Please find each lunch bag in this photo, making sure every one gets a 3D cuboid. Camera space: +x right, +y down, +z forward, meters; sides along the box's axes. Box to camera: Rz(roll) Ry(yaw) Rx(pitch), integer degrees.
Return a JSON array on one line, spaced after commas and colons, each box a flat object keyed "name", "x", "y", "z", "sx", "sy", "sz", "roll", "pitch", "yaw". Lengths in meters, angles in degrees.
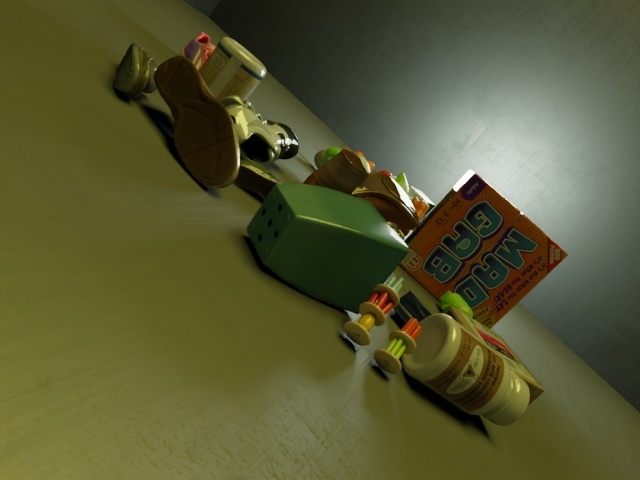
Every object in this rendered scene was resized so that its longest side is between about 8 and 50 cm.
[{"name": "lunch bag", "x": 0.206, "y": 0.168, "z": 1.189, "sx": 0.098, "sy": 0.065, "sz": 0.067, "roll": 51, "pitch": 2, "yaw": 35}]

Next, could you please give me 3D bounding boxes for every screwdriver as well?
[{"name": "screwdriver", "x": -0.086, "y": -0.319, "z": 1.936, "sx": 0.170, "sy": 0.025, "sz": 0.024, "roll": 50, "pitch": 14, "yaw": -2}]

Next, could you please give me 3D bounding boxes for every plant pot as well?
[{"name": "plant pot", "x": 0.000, "y": 0.000, "z": 0.978, "sx": 0.234, "sy": 0.166, "sz": 0.165, "roll": 20, "pitch": 25, "yaw": -39}]

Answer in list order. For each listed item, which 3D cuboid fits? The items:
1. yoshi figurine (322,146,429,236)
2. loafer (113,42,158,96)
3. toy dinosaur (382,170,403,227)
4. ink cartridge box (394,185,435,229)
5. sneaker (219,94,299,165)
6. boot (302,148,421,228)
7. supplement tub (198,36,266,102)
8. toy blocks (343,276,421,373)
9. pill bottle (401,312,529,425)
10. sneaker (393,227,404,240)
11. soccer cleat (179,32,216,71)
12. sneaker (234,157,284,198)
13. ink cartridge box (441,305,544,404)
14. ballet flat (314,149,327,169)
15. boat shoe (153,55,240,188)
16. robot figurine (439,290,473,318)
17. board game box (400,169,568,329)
[{"name": "yoshi figurine", "x": 0.137, "y": -0.135, "z": 1.667, "sx": 0.362, "sy": 0.204, "sz": 0.203, "roll": 35, "pitch": 30, "yaw": 2}, {"name": "loafer", "x": -0.387, "y": -0.369, "z": 1.176, "sx": 0.087, "sy": 0.094, "sz": 0.251, "roll": 28, "pitch": 20, "yaw": -28}, {"name": "toy dinosaur", "x": 0.128, "y": -0.068, "z": 1.415, "sx": 0.127, "sy": 0.200, "sz": 0.296, "roll": 54, "pitch": 5, "yaw": -21}, {"name": "ink cartridge box", "x": 0.283, "y": -0.085, "z": 1.836, "sx": 0.082, "sy": 0.191, "sz": 0.139, "roll": 48, "pitch": 17, "yaw": 19}, {"name": "sneaker", "x": -0.150, "y": -0.244, "z": 1.414, "sx": 0.330, "sy": 0.122, "sz": 0.146, "roll": 16, "pitch": 47, "yaw": -60}, {"name": "boot", "x": 0.064, "y": -0.050, "z": 1.160, "sx": 0.283, "sy": 0.220, "sz": 0.109, "roll": 25, "pitch": 33, "yaw": -40}, {"name": "supplement tub", "x": -0.255, "y": -0.418, "z": 1.433, "sx": 0.144, "sy": 0.200, "sz": 0.144, "roll": 38, "pitch": 15, "yaw": -13}, {"name": "toy blocks", "x": 0.128, "y": 0.139, "z": 0.943, "sx": 0.123, "sy": 0.054, "sz": 0.148, "roll": 42, "pitch": 55, "yaw": 4}, {"name": "pill bottle", "x": 0.275, "y": 0.247, "z": 1.006, "sx": 0.229, "sy": 0.131, "sz": 0.131, "roll": 36, "pitch": 16, "yaw": -19}, {"name": "sneaker", "x": 0.150, "y": -0.046, "z": 1.585, "sx": 0.234, "sy": 0.094, "sz": 0.153, "roll": 1, "pitch": 50, "yaw": -52}, {"name": "soccer cleat", "x": -0.369, "y": -0.576, "z": 1.752, "sx": 0.108, "sy": 0.116, "sz": 0.318, "roll": 27, "pitch": 21, "yaw": -43}, {"name": "sneaker", "x": -0.112, "y": -0.123, "z": 1.215, "sx": 0.192, "sy": 0.064, "sz": 0.086, "roll": 33, "pitch": 22, "yaw": -18}, {"name": "ink cartridge box", "x": 0.390, "y": 0.280, "z": 1.279, "sx": 0.234, "sy": 0.088, "sz": 0.193, "roll": 30, "pitch": 20, "yaw": -34}, {"name": "ballet flat", "x": 0.110, "y": -0.211, "z": 1.943, "sx": 0.316, "sy": 0.107, "sz": 0.106, "roll": 33, "pitch": 24, "yaw": -23}, {"name": "boat shoe", "x": -0.237, "y": -0.232, "z": 1.106, "sx": 0.110, "sy": 0.121, "sz": 0.341, "roll": 65, "pitch": 0, "yaw": -63}, {"name": "robot figurine", "x": 0.390, "y": 0.198, "z": 1.545, "sx": 0.101, "sy": 0.067, "sz": 0.115, "roll": 38, "pitch": 13, "yaw": -43}, {"name": "board game box", "x": 0.504, "y": 0.022, "z": 1.759, "sx": 0.356, "sy": 0.357, "sz": 0.356, "roll": 42, "pitch": 15, "yaw": 3}]
